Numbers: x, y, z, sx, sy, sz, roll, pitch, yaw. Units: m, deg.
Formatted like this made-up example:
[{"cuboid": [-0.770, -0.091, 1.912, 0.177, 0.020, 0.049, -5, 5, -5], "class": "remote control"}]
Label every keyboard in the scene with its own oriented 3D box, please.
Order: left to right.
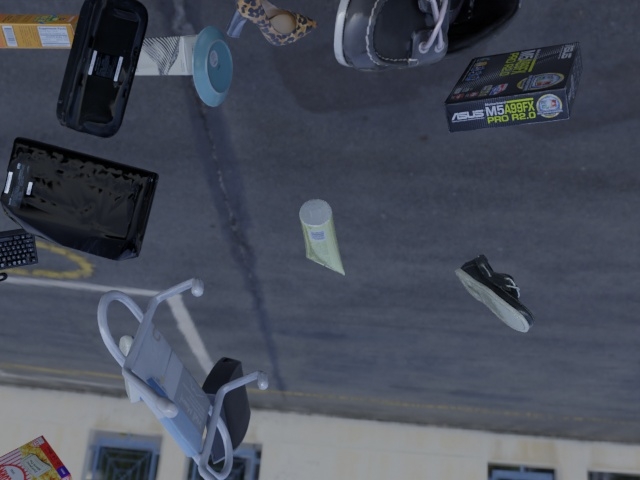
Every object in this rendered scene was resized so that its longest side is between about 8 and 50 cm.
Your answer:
[{"cuboid": [-0.643, 0.040, 1.482, 0.180, 0.108, 0.023, -11, -164, -36], "class": "keyboard"}]

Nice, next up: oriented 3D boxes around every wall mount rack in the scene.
[{"cuboid": [-0.172, 0.220, 1.048, 0.130, 0.304, 0.350, -23, 117, 14], "class": "wall mount rack"}]

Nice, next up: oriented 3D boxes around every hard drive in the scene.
[{"cuboid": [-0.203, 0.361, 1.664, 0.054, 0.172, 0.255, -9, -173, 5], "class": "hard drive"}]

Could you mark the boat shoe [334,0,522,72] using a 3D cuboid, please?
[{"cuboid": [0.122, -0.236, 0.764, 0.095, 0.112, 0.335, 16, -152, 22], "class": "boat shoe"}]

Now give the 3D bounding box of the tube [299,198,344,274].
[{"cuboid": [0.000, 0.000, 1.504, 0.062, 0.070, 0.240, -20, 152, -5], "class": "tube"}]

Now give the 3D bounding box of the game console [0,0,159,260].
[{"cuboid": [-0.314, -0.165, 1.072, 0.213, 0.361, 0.044, 16, -176, 9], "class": "game console"}]

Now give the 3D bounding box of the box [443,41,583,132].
[{"cuboid": [0.369, -0.292, 1.433, 0.216, 0.270, 0.060, -3, 119, 27], "class": "box"}]

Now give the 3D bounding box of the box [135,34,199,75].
[{"cuboid": [-0.445, -0.533, 2.197, 0.275, 0.113, 0.094, 8, -160, 39], "class": "box"}]

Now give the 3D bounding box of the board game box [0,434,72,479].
[{"cuboid": [-0.651, 0.519, 1.628, 0.146, 0.193, 0.045, 31, 135, 39], "class": "board game box"}]

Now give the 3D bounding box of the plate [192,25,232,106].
[{"cuboid": [-0.248, -0.413, 1.813, 0.024, 0.188, 0.188, 6, 161, 21], "class": "plate"}]

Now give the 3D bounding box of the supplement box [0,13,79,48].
[{"cuboid": [-0.770, -0.573, 2.085, 0.233, 0.078, 0.080, 3, 128, 4], "class": "supplement box"}]

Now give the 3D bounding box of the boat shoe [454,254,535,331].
[{"cuboid": [0.349, 0.096, 1.486, 0.079, 0.233, 0.084, -33, 120, -4], "class": "boat shoe"}]

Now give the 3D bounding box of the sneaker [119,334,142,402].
[{"cuboid": [-0.316, 0.226, 1.390, 0.084, 0.058, 0.152, -14, 124, -23], "class": "sneaker"}]

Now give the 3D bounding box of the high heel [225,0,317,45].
[{"cuboid": [-0.104, -0.592, 1.980, 0.261, 0.093, 0.186, -8, 165, -24], "class": "high heel"}]
